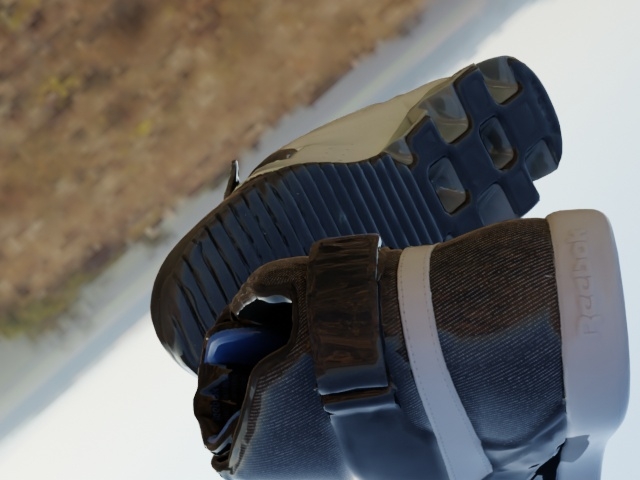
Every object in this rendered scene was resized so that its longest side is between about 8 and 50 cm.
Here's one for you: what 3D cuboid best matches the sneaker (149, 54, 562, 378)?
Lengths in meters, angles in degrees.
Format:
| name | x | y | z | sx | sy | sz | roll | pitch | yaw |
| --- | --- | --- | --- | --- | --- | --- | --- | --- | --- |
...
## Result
| name | x | y | z | sx | sy | sz | roll | pitch | yaw |
| --- | --- | --- | --- | --- | --- | --- | --- | --- | --- |
| sneaker | 0.000 | 0.000 | 1.011 | 0.146 | 0.122 | 0.330 | -13 | -168 | 42 |

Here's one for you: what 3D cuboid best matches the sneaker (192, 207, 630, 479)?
| name | x | y | z | sx | sy | sz | roll | pitch | yaw |
| --- | --- | --- | --- | --- | --- | --- | --- | --- | --- |
| sneaker | 0.024 | 0.055 | 0.541 | 0.121 | 0.079 | 0.217 | -3 | 150 | 2 |
